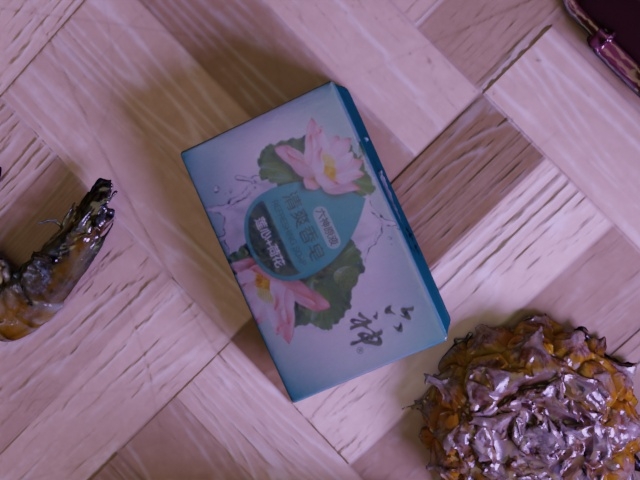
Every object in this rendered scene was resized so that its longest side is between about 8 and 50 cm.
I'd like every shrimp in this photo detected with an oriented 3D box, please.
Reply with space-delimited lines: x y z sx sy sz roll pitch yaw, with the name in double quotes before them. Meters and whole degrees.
"shrimp" -0.290 -0.002 0.886 0.217 0.051 0.150 -45 79 15

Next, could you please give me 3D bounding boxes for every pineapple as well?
"pineapple" 0.187 0.169 0.801 0.224 0.076 0.225 1 95 12

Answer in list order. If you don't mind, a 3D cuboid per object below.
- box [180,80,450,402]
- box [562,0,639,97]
"box" 0.000 0.000 0.809 0.153 0.092 0.245 -25 90 11
"box" 0.346 -0.237 0.690 0.193 0.167 0.294 45 101 2
